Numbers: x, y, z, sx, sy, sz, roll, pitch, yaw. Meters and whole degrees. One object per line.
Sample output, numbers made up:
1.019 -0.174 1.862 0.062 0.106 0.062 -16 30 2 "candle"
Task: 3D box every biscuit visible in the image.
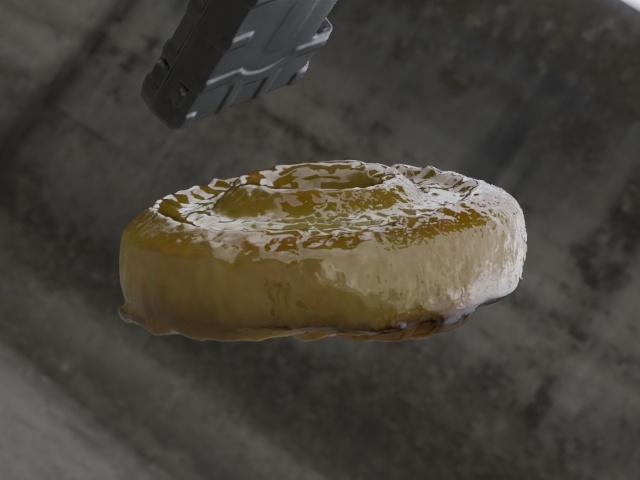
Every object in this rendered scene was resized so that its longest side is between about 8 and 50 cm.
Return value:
0.000 0.000 1.179 0.296 0.102 0.296 -5 10 1 "biscuit"

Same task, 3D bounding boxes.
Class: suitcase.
-0.046 -0.232 1.610 0.066 0.206 0.285 51 -43 13 "suitcase"
